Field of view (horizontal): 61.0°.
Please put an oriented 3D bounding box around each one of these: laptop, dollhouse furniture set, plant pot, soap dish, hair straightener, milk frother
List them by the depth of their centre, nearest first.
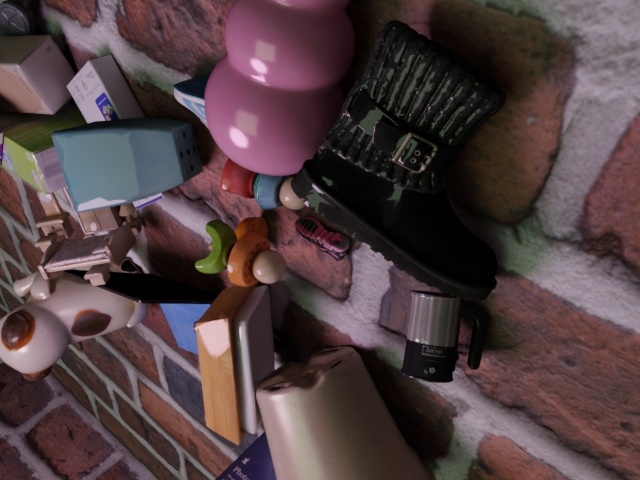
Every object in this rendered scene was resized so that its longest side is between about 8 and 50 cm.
[{"bbox_3d":[0.191,0.153,0.901,0.143,0.129,0.134,-173,91,-75],"label":"milk frother"},{"bbox_3d":[0.023,0.396,1.098,0.334,0.334,0.305,-17,95,49],"label":"plant pot"},{"bbox_3d":[-0.378,-0.166,1.116,0.234,0.165,0.165,-4,109,12],"label":"plant pot"},{"bbox_3d":[-0.180,0.252,1.184,0.118,0.229,0.290,1,107,8],"label":"soap dish"},{"bbox_3d":[-0.133,0.228,1.306,0.230,0.047,0.089,32,137,23],"label":"hair straightener"},{"bbox_3d":[-0.648,-0.031,1.370,0.303,0.355,0.173,-10,118,6],"label":"dollhouse furniture set"},{"bbox_3d":[-0.420,0.230,1.455,0.382,0.408,0.236,9,90,40],"label":"laptop"}]

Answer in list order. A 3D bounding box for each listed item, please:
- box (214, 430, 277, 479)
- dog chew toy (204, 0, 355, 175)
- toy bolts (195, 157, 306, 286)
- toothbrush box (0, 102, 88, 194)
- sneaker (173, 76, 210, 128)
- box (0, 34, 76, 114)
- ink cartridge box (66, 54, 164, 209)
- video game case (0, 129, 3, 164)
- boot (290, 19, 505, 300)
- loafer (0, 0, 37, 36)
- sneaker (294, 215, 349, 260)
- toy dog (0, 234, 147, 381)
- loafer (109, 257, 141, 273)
[{"bbox_3d":[-0.063,0.622,1.336,0.296,0.294,0.182,33,135,22],"label":"box"},{"bbox_3d":[-0.045,-0.257,0.750,0.207,0.207,0.331,35,129,21],"label":"dog chew toy"},{"bbox_3d":[-0.096,-0.030,1.017,0.159,0.218,0.228,17,96,21],"label":"toy bolts"},{"bbox_3d":[-0.689,-0.253,1.371,0.283,0.206,0.122,26,135,30],"label":"toothbrush box"},{"bbox_3d":[-0.183,-0.228,0.987,0.229,0.087,0.092,33,139,26],"label":"sneaker"},{"bbox_3d":[-0.757,-0.402,1.314,0.311,0.121,0.148,8,143,24],"label":"box"},{"bbox_3d":[-0.456,-0.242,1.263,0.165,0.065,0.332,-10,109,48],"label":"ink cartridge box"},{"bbox_3d":[-0.855,-0.290,1.308,0.232,0.042,0.210,52,142,0],"label":"video game case"},{"bbox_3d":[0.161,-0.089,0.717,0.348,0.131,0.260,31,112,-16],"label":"boot"},{"bbox_3d":[-0.737,-0.506,1.350,0.096,0.084,0.267,27,149,-18],"label":"loafer"},{"bbox_3d":[0.000,0.000,1.013,0.119,0.047,0.057,33,148,25],"label":"sneaker"},{"bbox_3d":[-0.775,0.242,1.666,0.395,0.408,0.284,33,138,23],"label":"toy dog"},{"bbox_3d":[-0.599,0.074,1.651,0.148,0.056,0.050,28,135,14],"label":"loafer"}]
